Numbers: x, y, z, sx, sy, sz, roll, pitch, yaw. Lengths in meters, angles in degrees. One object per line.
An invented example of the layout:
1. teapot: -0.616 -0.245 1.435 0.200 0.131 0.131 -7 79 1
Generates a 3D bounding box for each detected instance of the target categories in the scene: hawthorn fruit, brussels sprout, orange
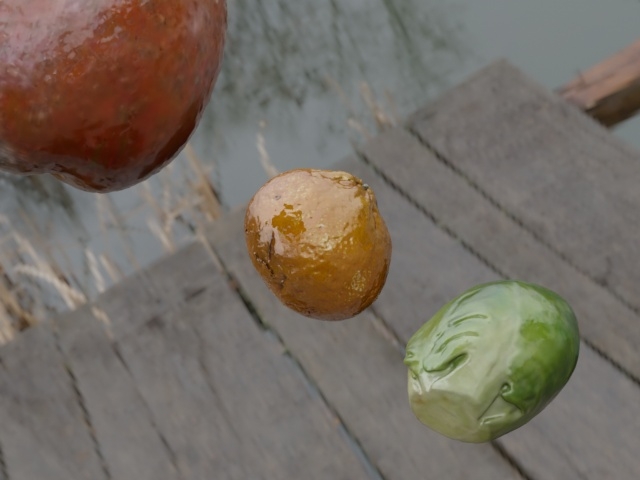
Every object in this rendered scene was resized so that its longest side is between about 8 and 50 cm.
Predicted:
1. hawthorn fruit: -0.175 -0.149 0.977 0.231 0.263 0.235 -16 54 -39
2. brussels sprout: 0.166 0.110 1.371 0.161 0.144 0.180 0 32 24
3. orange: 0.001 0.002 1.196 0.117 0.135 0.135 -32 21 20
